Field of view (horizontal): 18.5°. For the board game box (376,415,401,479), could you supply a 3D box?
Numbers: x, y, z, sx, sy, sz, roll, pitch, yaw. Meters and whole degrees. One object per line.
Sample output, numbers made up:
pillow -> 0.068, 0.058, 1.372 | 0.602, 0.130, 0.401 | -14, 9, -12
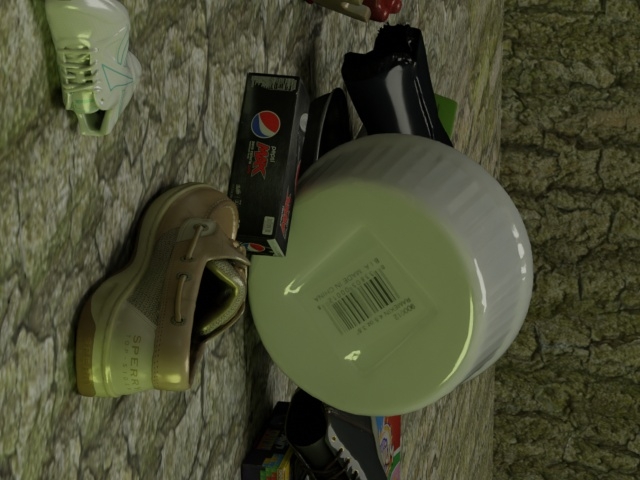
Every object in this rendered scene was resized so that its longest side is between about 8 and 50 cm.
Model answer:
board game box -> 0.049, 0.292, 2.481 | 0.242, 0.064, 0.316 | -58, 151, -65

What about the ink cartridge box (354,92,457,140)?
ink cartridge box -> 0.066, -0.041, 2.382 | 0.255, 0.097, 0.188 | 119, -11, -48

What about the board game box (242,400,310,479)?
board game box -> -0.042, 0.277, 2.083 | 0.141, 0.048, 0.170 | -56, 150, -63

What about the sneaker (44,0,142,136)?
sneaker -> -0.157, -0.123, 1.357 | 0.152, 0.054, 0.061 | 72, 28, -63

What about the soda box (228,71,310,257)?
soda box -> -0.051, -0.072, 1.884 | 0.060, 0.053, 0.168 | 62, 35, -69

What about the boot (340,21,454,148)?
boot -> 0.061, -0.095, 2.121 | 0.246, 0.094, 0.207 | -52, 132, -40

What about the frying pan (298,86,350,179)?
frying pan -> 0.006, -0.022, 2.180 | 0.197, 0.053, 0.326 | -74, 166, -44

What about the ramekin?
ramekin -> 0.062, 0.041, 1.963 | 0.135, 0.277, 0.277 | -37, 131, -65

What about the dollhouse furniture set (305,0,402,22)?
dollhouse furniture set -> 0.063, -0.414, 2.165 | 0.374, 0.152, 0.201 | -65, 165, -9

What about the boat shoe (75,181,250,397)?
boat shoe -> -0.103, 0.040, 1.565 | 0.302, 0.098, 0.109 | -59, 151, -65

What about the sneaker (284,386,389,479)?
sneaker -> 0.020, 0.256, 2.018 | 0.118, 0.083, 0.222 | 22, 47, -61
